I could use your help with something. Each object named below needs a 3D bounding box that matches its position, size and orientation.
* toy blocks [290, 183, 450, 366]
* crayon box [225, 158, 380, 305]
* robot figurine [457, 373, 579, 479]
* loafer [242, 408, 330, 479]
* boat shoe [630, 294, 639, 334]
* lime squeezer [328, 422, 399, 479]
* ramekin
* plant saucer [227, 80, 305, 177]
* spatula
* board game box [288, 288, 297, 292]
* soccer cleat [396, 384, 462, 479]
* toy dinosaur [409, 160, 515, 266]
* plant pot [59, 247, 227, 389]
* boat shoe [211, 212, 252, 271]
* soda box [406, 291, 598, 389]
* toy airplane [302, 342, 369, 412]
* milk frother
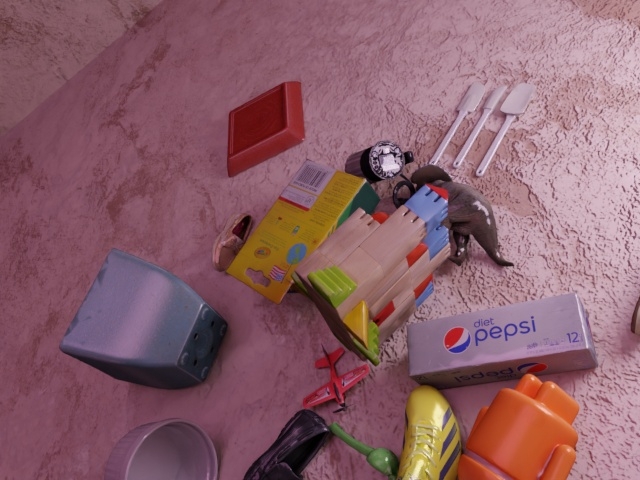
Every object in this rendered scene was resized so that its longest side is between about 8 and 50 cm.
[{"bbox_3d":[0.113,0.049,1.020,0.261,0.381,0.190,-43,62,-10],"label":"toy blocks"},{"bbox_3d":[-0.041,-0.012,1.284,0.202,0.081,0.319,26,76,44],"label":"crayon box"},{"bbox_3d":[0.282,0.306,0.857,0.158,0.128,0.219,28,77,33],"label":"robot figurine"},{"bbox_3d":[-0.068,0.410,1.067,0.223,0.076,0.078,-51,36,-11],"label":"loafer"},{"bbox_3d":[0.536,0.068,0.890,0.072,0.068,0.190,26,76,32],"label":"boat shoe"},{"bbox_3d":[0.091,0.414,0.965,0.110,0.059,0.310,-33,47,12],"label":"lime squeezer"},{"bbox_3d":[-0.310,0.446,1.133,0.109,0.207,0.207,-11,53,41],"label":"ramekin"},{"bbox_3d":[-0.170,-0.333,1.693,0.258,0.048,0.259,-22,48,21],"label":"plant saucer"},{"bbox_3d":[0.345,-0.247,1.281,0.168,0.019,0.242,20,73,42],"label":"spatula"},{"bbox_3d":[0.000,0.000,1.335,0.165,0.042,0.243,-5,57,33],"label":"board game box"},{"bbox_3d":[0.158,0.357,0.911,0.093,0.121,0.289,-11,53,30],"label":"soccer cleat"},{"bbox_3d":[0.250,-0.055,1.142,0.160,0.121,0.313,-59,40,6],"label":"toy dinosaur"},{"bbox_3d":[-0.360,0.198,1.324,0.252,0.248,0.247,12,66,21],"label":"plant pot"},{"bbox_3d":[-0.219,0.000,1.478,0.059,0.063,0.170,-6,55,39],"label":"boat shoe"},{"bbox_3d":[0.289,0.171,0.970,0.286,0.091,0.098,-16,53,26],"label":"soda box"},{"bbox_3d":[0.024,0.264,1.139,0.151,0.028,0.151,-18,50,23],"label":"toy airplane"},{"bbox_3d":[0.135,-0.134,1.300,0.134,0.129,0.143,175,101,-70],"label":"milk frother"}]
